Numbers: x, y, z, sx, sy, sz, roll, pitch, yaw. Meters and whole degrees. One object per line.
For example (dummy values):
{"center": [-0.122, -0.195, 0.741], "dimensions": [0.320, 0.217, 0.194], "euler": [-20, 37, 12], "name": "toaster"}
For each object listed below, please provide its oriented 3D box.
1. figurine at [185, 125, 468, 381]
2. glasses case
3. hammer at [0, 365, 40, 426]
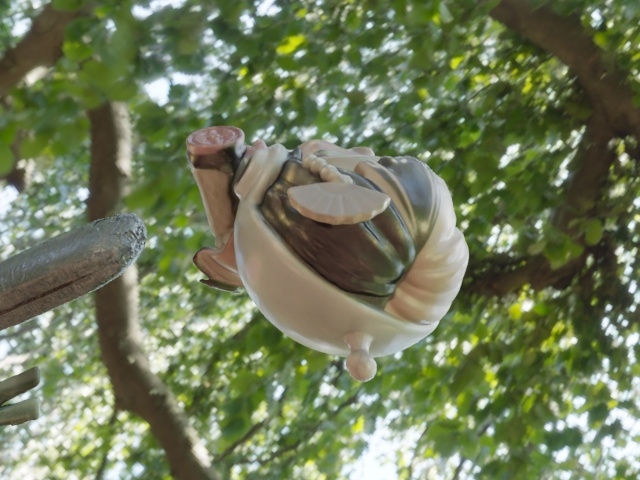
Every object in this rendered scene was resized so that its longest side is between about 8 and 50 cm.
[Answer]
{"center": [0.008, 0.001, 1.093], "dimensions": [0.361, 0.253, 0.210], "euler": [21, -77, 59], "name": "figurine"}
{"center": [-0.326, 0.043, 1.205], "dimensions": [0.283, 0.109, 0.067], "euler": [-24, -67, 20], "name": "glasses case"}
{"center": [-0.247, 0.059, 0.626], "dimensions": [0.159, 0.041, 0.226], "euler": [1, -38, -19], "name": "hammer"}
